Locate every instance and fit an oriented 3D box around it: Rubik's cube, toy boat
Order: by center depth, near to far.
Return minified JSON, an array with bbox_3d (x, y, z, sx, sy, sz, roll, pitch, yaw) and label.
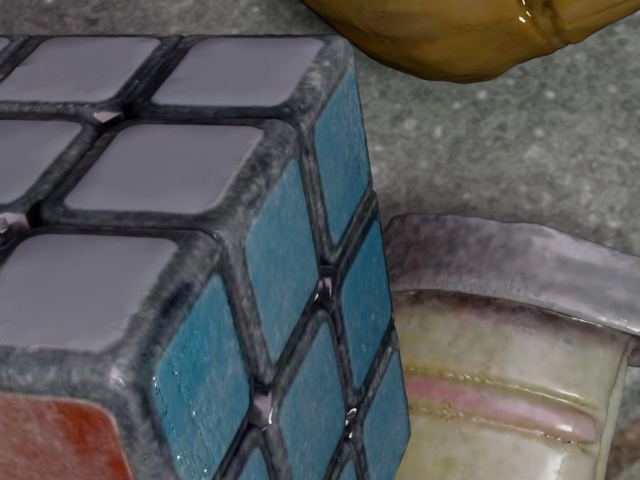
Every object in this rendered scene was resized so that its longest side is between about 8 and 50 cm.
[{"bbox_3d":[-0.141,0.079,0.700,0.303,0.305,0.301,5,37,19],"label":"Rubik's cube"},{"bbox_3d":[0.109,0.108,0.863,0.276,0.111,0.293,29,81,22],"label":"toy boat"}]

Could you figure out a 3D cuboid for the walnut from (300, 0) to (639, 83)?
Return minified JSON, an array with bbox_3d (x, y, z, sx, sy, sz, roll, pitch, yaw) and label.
[{"bbox_3d":[0.109,-0.317,0.932,0.354,0.308,0.398,-13,68,14],"label":"walnut"}]
